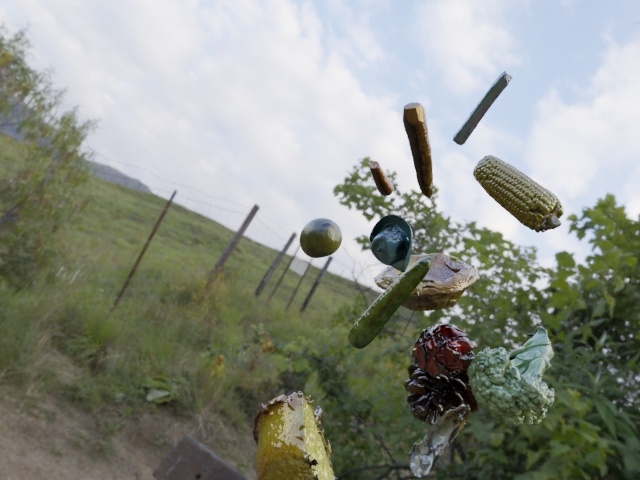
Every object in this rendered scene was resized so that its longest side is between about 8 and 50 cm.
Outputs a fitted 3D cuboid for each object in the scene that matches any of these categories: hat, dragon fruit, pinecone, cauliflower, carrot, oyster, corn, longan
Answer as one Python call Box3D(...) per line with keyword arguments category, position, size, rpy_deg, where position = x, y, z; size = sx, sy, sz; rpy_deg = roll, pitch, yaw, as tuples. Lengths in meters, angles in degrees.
Box3D(category="hat", position=(0.184, 0.019, 1.427), size=(0.138, 0.078, 0.191), rpy_deg=(42, -33, 29))
Box3D(category="dragon fruit", position=(0.402, 0.357, 1.691), size=(0.182, 0.189, 0.182), rpy_deg=(36, -44, 44))
Box3D(category="pinecone", position=(0.536, 0.661, 2.300), size=(0.384, 0.384, 0.384), rpy_deg=(27, -14, 7))
Box3D(category="cauliflower", position=(0.585, 0.418, 1.521), size=(0.327, 0.281, 0.260), rpy_deg=(114, -41, -83))
Box3D(category="carrot", position=(0.211, -0.214, 1.816), size=(0.055, 0.055, 0.161), rpy_deg=(19, -20, 36))
Box3D(category="oyster", position=(0.432, 0.717, 1.857), size=(0.078, 0.345, 0.128), rpy_deg=(27, 17, -19))
Box3D(category="carrot", position=(0.288, -0.246, 1.496), size=(0.066, 0.066, 0.314), rpy_deg=(18, -40, 38))
Box3D(category="carrot", position=(0.204, 0.181, 1.520), size=(0.074, 0.358, 0.074), rpy_deg=(34, 19, -14))
Box3D(category="corn", position=(0.549, -0.133, 1.457), size=(0.322, 0.119, 0.119), rpy_deg=(50, 3, 40))
Box3D(category="longan", position=(0.000, 0.000, 1.862), size=(0.155, 0.145, 0.176), rpy_deg=(6, -47, -13))

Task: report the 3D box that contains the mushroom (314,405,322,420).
Box3D(category="mushroom", position=(-0.040, 0.678, 1.889), size=(0.060, 0.187, 0.061), rpy_deg=(-23, -77, 43))

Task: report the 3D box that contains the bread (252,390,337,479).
Box3D(category="bread", position=(-0.058, 0.423, 1.010), size=(0.147, 0.160, 0.260), rpy_deg=(-11, -52, 6))

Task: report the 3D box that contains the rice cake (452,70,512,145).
Box3D(category="rice cake", position=(0.382, -0.311, 1.231), size=(0.033, 0.033, 0.207), rpy_deg=(28, -47, -5))

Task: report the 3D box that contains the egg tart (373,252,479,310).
Box3D(category="egg tart", position=(0.351, 0.148, 1.729), size=(0.352, 0.150, 0.352), rpy_deg=(-6, 13, 1))
